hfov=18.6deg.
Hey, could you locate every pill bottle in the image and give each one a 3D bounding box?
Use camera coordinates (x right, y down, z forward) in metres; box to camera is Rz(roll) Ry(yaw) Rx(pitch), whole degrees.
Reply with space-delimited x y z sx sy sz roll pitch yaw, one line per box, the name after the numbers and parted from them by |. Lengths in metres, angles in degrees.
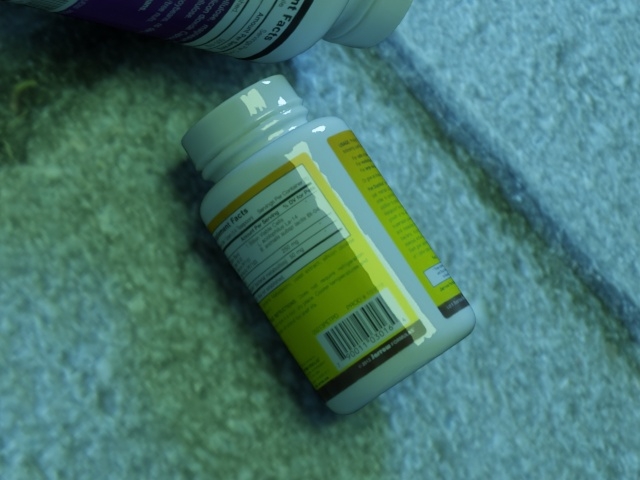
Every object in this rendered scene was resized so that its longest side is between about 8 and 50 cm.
-0.093 -0.225 1.315 0.323 0.181 0.181 11 59 -31 | pill bottle
0.000 0.000 1.295 0.117 0.117 0.215 -29 84 -43 | pill bottle
